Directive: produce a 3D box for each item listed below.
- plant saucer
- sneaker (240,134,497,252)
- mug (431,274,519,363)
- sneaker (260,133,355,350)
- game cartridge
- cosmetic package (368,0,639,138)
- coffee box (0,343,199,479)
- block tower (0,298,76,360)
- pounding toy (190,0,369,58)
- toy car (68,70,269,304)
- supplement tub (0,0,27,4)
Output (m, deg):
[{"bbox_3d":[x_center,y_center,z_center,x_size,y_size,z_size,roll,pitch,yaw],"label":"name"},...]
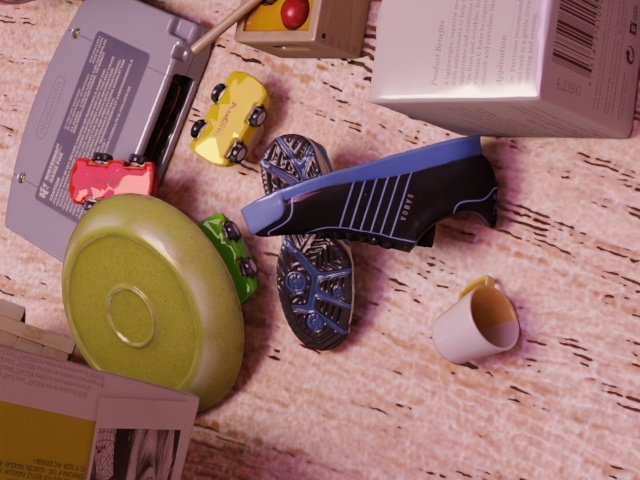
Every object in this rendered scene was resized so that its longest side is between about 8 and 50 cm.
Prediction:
[{"bbox_3d":[-0.182,0.072,1.788,0.241,0.037,0.241,14,115,34],"label":"plant saucer"},{"bbox_3d":[0.046,-0.025,1.602,0.232,0.081,0.090,-15,90,8],"label":"sneaker"},{"bbox_3d":[0.137,0.077,1.578,0.064,0.078,0.062,-32,93,41],"label":"mug"},{"bbox_3d":[0.000,0.000,1.696,0.080,0.081,0.211,-5,95,20],"label":"sneaker"},{"bbox_3d":[-0.241,-0.123,1.941,0.198,0.062,0.297,29,100,45],"label":"game cartridge"},{"bbox_3d":[0.164,-0.176,1.537,0.184,0.151,0.151,5,83,41],"label":"cosmetic package"},{"bbox_3d":[-0.365,0.245,1.558,0.338,0.338,0.334,10,83,27],"label":"coffee box"},{"bbox_3d":[-0.354,0.236,1.854,0.091,0.097,0.335,123,165,-69],"label":"block tower"},{"bbox_3d":[-0.037,-0.237,1.757,0.141,0.100,0.130,6,84,41],"label":"pounding toy"},{"bbox_3d":[-0.121,-0.029,1.800,0.239,0.053,0.225,-28,72,14],"label":"toy car"},{"bbox_3d":[-0.292,-0.361,1.915,0.272,0.191,0.191,0,80,53],"label":"supplement tub"}]
